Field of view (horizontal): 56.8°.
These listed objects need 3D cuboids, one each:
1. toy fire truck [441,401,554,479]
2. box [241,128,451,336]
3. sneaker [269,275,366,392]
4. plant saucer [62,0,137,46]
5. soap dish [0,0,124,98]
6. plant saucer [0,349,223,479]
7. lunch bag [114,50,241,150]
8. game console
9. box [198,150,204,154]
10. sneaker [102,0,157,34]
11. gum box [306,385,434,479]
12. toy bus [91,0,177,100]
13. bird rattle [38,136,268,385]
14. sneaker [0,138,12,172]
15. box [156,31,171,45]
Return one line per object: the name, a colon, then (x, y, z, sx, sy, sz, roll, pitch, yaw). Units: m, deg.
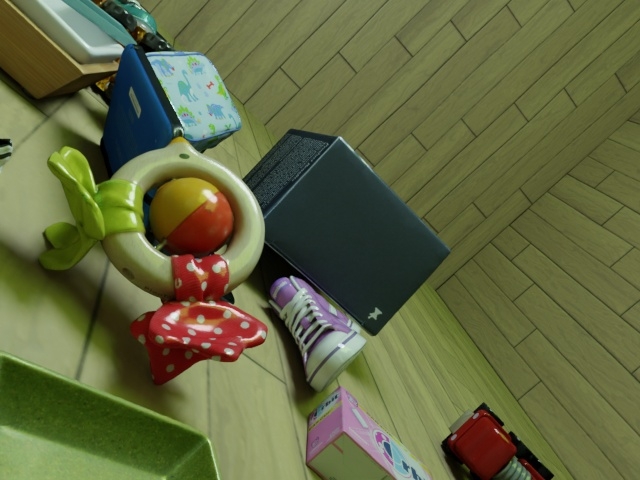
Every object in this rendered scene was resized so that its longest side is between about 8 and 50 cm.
toy fire truck: (0.330, 0.438, 1.051, 0.217, 0.158, 0.246, 47, -1, -1)
box: (0.012, -0.039, 1.154, 0.293, 0.212, 0.395, 43, 0, -20)
sneaker: (-0.023, 0.129, 0.886, 0.161, 0.102, 0.282, 43, -1, 1)
plant saucer: (-0.362, -0.362, 0.932, 0.067, 0.018, 0.192, 50, 10, 19)
soap dish: (-0.445, -0.337, 0.868, 0.291, 0.118, 0.229, 43, 10, -16)
plant saucer: (-0.129, 0.176, 0.352, 0.188, 0.045, 0.188, 38, 12, -38)
lunch bag: (-0.244, -0.244, 1.041, 0.176, 0.090, 0.219, 62, 27, -7)
game console: (-0.196, -0.093, 0.827, 0.173, 0.250, 0.293, 6, 33, -33)
box: (-0.265, -0.197, 1.179, 0.052, 0.083, 0.062, 32, 18, -52)
sneaker: (-0.429, -0.490, 1.249, 0.302, 0.121, 0.108, 24, -10, 39)
gum box: (0.070, 0.282, 0.726, 0.188, 0.062, 0.107, 45, 10, -9)
toy bus: (-0.399, -0.360, 1.143, 0.220, 0.149, 0.211, 35, 1, -41)
bird rattle: (-0.137, -0.003, 0.568, 0.253, 0.143, 0.207, 37, 53, 5)
sneaker: (-0.349, -0.106, 0.565, 0.109, 0.044, 0.040, 35, 17, -42)
box: (-0.522, -0.557, 1.492, 0.261, 0.103, 0.184, 44, 13, -10)
